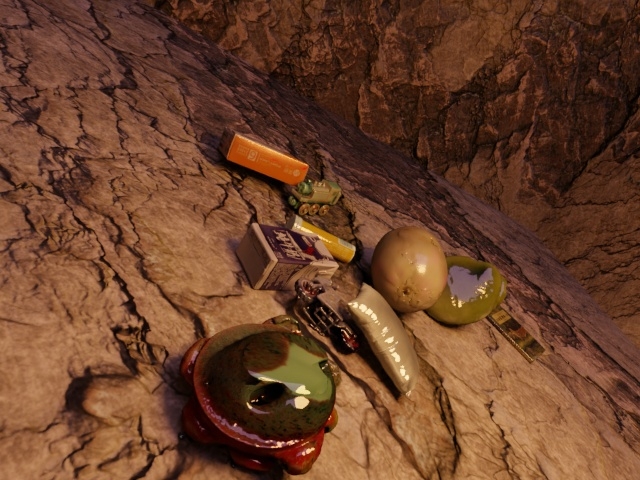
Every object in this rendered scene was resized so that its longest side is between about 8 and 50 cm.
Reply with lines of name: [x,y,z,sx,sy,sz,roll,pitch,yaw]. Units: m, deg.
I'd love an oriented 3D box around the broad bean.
broad bean: [0.455,0.154,1.336,0.290,0.119,0.238,-19,59,-11]

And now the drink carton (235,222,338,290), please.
drink carton: [-0.080,0.048,1.040,0.222,0.102,0.134,9,34,-43]

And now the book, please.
book: [0.717,0.341,1.530,0.160,0.024,0.228,-4,46,-47]

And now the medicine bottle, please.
medicine bottle: [0.000,0.000,1.237,0.218,0.074,0.074,26,28,-20]

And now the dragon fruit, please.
dragon fruit: [-0.085,0.245,0.689,0.294,0.130,0.268,21,24,-23]

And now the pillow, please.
pillow: [0.149,0.225,0.966,0.254,0.078,0.144,59,29,4]

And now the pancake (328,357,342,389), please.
pancake: [0.001,0.273,0.848,0.107,0.017,0.108,23,27,-13]

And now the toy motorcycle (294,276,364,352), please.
toy motorcycle: [0.023,0.169,0.985,0.215,0.080,0.122,49,27,4]

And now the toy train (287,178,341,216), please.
toy train: [-0.022,-0.150,1.399,0.193,0.125,0.081,0,39,-49]

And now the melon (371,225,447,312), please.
melon: [0.261,0.081,1.224,0.222,0.223,0.317,31,25,-5]

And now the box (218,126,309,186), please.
box: [-0.198,-0.283,1.402,0.273,0.091,0.221,19,13,-29]
